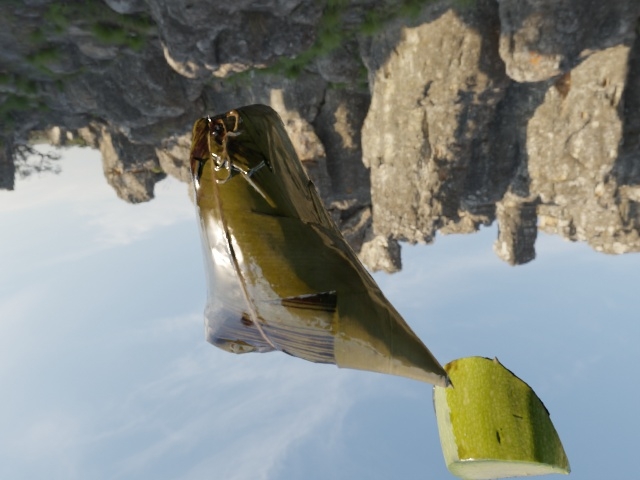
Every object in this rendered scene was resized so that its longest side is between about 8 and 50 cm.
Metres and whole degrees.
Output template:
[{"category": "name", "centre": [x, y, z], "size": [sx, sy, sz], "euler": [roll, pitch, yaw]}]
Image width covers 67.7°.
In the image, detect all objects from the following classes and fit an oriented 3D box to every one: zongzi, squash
[{"category": "zongzi", "centre": [0.000, 0.000, 0.500], "size": [0.300, 0.274, 0.145], "euler": [9, -157, 31]}, {"category": "squash", "centre": [0.221, 0.267, 0.685], "size": [0.085, 0.184, 0.192], "euler": [-12, 163, -45]}]
